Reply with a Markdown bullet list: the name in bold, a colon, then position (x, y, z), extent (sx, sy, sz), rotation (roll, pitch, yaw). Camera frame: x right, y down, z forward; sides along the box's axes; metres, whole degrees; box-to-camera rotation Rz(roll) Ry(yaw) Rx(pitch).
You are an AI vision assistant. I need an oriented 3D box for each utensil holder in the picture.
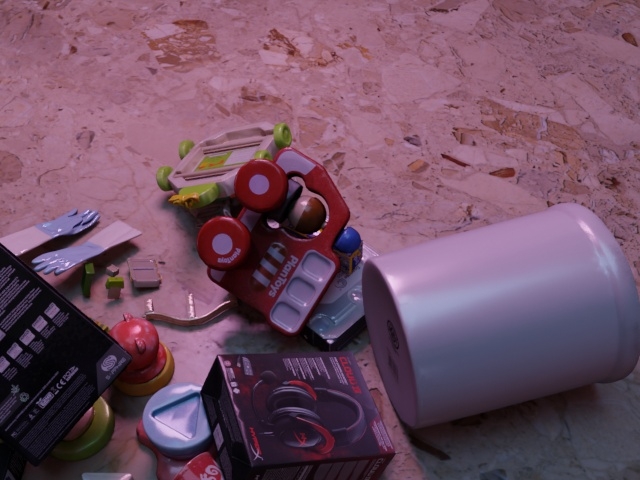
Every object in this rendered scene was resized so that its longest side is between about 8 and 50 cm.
- **utensil holder**: position (0.297, 0.130, 1.460), extent (0.385, 0.328, 0.328), rotation (-13, 50, -10)

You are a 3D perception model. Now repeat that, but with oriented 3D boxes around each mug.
- **mug**: position (-0.161, 0.450, 1.342), extent (0.169, 0.150, 0.113), rotation (34, 20, 21)

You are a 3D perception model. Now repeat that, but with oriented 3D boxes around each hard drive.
- **hard drive**: position (-0.022, 0.058, 1.694), extent (0.339, 0.064, 0.237), rotation (37, 59, 27)

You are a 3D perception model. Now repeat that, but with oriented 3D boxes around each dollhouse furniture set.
- **dollhouse furniture set**: position (-0.403, 0.080, 1.699), extent (0.151, 0.059, 0.076), rotation (0, 38, -26)

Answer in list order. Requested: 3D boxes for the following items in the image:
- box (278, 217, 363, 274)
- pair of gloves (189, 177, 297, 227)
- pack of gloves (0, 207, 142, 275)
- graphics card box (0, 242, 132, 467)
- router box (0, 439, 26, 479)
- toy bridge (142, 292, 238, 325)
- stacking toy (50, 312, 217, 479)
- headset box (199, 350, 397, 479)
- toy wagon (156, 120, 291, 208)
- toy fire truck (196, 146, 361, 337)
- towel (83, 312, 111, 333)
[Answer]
- **box**: position (0.000, 0.000, 1.662), extent (0.169, 0.059, 0.054), rotation (27, 56, 21)
- **pair of gloves**: position (-0.169, -0.110, 1.805), extent (0.240, 0.042, 0.204), rotation (-12, 36, 4)
- **pack of gloves**: position (-0.521, 0.010, 1.736), extent (0.195, 0.046, 0.232), rotation (24, 37, 34)
- **graphics card box**: position (-0.519, 0.159, 1.363), extent (0.371, 0.094, 0.233), rotation (41, 76, -5)
- **router box**: position (-0.657, 0.348, 1.425), extent (0.308, 0.081, 0.243), rotation (3, 50, 3)
- **toy bridge**: position (-0.256, 0.136, 1.648), extent (0.188, 0.026, 0.063), rotation (-8, 51, -7)
- **stacking toy**: position (-0.336, 0.291, 1.444), extent (0.279, 0.130, 0.309), rotation (-31, 55, -25)
- **headset box**: position (-0.027, 0.301, 1.396), extent (0.293, 0.110, 0.218), rotation (3, 43, -29)
- **toy wagon**: position (-0.219, -0.153, 1.795), extent (0.267, 0.068, 0.344), rotation (-6, 33, 25)
- **toy fire truck**: position (-0.067, -0.004, 1.566), extent (0.254, 0.169, 0.302), rotation (33, 90, 5)
- **towel**: position (-0.497, 0.160, 1.578), extent (0.237, 0.021, 0.102), rotation (19, 48, 42)
